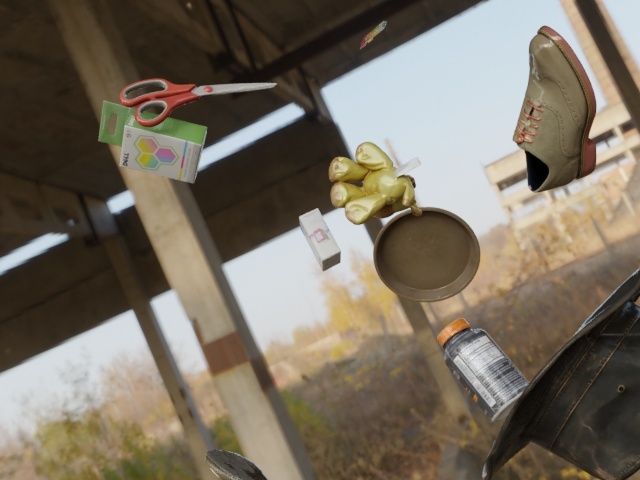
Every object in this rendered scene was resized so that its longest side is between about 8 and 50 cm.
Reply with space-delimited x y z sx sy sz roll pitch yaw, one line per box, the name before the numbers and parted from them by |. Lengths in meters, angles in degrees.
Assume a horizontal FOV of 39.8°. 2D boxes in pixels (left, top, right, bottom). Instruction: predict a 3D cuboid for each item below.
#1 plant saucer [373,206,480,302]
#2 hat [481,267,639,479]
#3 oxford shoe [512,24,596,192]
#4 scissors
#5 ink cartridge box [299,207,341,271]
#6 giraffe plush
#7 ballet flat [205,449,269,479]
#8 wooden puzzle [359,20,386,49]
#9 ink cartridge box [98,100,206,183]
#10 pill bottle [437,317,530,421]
plant saucer | 0.276 0.034 2.306 0.278 0.278 0.041 -27 20 19
hat | 0.323 0.174 0.975 0.331 0.134 0.331 -41 -23 -21
oxford shoe | 0.405 -0.215 1.570 0.130 0.123 0.348 -30 -48 -6
scissors | -0.239 -0.298 1.723 0.297 0.109 0.021 -21 -29 -16
ink cartridge box | 0.000 0.000 2.062 0.052 0.122 0.088 -24 -18 -7
giraffe plush | 0.140 -0.112 1.943 0.210 0.181 0.170 -12 -17 17
ballet flat | -0.110 0.451 1.584 0.084 0.250 0.058 -9 -60 -61
wooden puzzle | 0.088 -0.345 1.476 0.049 0.006 0.083 -37 15 24
ink cartridge box | -0.339 -0.193 1.752 0.209 0.062 0.109 14 -45 -7
pill bottle | 0.388 0.304 2.136 0.130 0.245 0.130 -29 -28 -17
